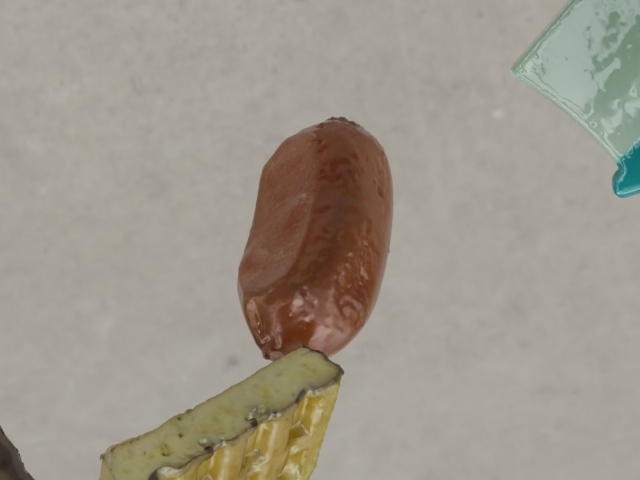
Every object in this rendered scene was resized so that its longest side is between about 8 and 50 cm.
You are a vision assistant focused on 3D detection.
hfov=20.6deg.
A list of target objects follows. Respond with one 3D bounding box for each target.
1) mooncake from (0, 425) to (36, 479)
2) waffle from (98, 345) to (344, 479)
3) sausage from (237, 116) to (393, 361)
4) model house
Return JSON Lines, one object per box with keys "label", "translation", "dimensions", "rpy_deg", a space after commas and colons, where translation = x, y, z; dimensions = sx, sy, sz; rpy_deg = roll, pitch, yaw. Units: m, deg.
{"label": "mooncake", "translation": [-0.326, 0.229, 1.151], "dimensions": [0.324, 0.187, 0.324], "rpy_deg": [8, 116, 18]}
{"label": "waffle", "translation": [-0.097, 0.219, 1.483], "dimensions": [0.248, 0.055, 0.221], "rpy_deg": [-27, 145, -39]}
{"label": "sausage", "translation": [0.002, 0.001, 1.621], "dimensions": [0.133, 0.258, 0.133], "rpy_deg": [8, 146, 6]}
{"label": "model house", "translation": [0.201, -0.087, 0.934], "dimensions": [0.127, 0.149, 0.100], "rpy_deg": [-49, 163, 30]}
